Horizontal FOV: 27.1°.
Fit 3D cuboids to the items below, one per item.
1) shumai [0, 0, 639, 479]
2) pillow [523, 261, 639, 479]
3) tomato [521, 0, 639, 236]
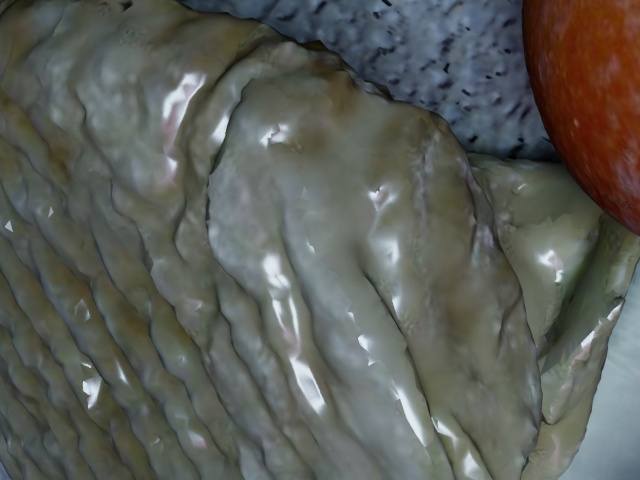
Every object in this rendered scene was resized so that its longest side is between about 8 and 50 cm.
[{"bbox_3d":[0.000,0.000,0.559,0.314,0.262,0.267,43,132,20],"label":"shumai"},{"bbox_3d":[0.182,0.061,0.660,0.144,0.078,0.254,2,124,-33],"label":"pillow"},{"bbox_3d":[0.210,-0.095,0.459,0.270,0.270,0.227,5,113,-8],"label":"tomato"}]
